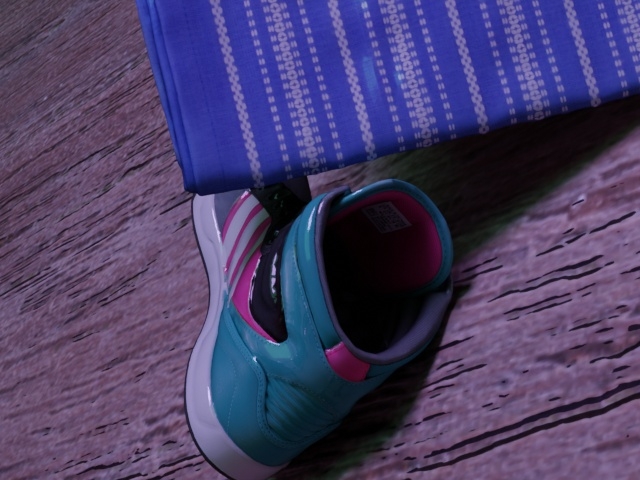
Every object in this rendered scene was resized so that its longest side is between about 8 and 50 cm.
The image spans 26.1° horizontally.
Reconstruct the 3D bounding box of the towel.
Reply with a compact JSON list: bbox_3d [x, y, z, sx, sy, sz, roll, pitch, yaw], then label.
[{"bbox_3d":[0.048,-0.178,0.871,0.336,0.243,0.040,-14,-7,-1],"label":"towel"}]

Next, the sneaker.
[{"bbox_3d":[0.000,0.000,0.918,0.178,0.124,0.295,-35,38,31],"label":"sneaker"}]
